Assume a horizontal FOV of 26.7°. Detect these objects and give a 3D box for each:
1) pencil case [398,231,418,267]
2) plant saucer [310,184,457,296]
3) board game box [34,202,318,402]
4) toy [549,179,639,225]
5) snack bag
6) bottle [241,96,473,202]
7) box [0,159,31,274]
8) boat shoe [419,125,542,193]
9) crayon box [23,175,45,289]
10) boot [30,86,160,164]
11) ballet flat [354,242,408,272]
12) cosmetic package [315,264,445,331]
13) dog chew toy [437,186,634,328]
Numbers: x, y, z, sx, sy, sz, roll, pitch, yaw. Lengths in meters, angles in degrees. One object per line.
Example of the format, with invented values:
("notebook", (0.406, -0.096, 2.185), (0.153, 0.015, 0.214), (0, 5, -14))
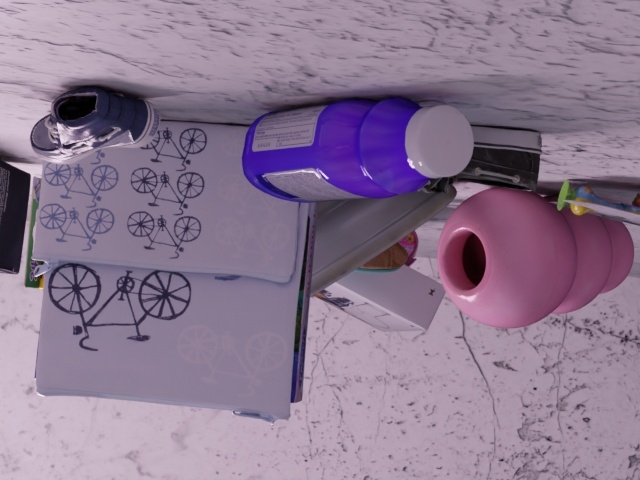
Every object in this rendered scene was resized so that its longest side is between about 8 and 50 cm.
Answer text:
("pencil case", (0.095, 0.011, 2.654), (0.124, 0.124, 0.284), (6, 177, -18))
("plant saucer", (0.000, 0.000, 1.911), (0.400, 0.100, 0.400), (-32, -178, 1))
("board game box", (-0.168, 0.023, 1.618), (0.319, 0.318, 0.066), (4, 176, 7))
("toy", (0.439, -0.046, 1.823), (0.237, 0.056, 0.137), (10, 180, -3))
("snack bag", (-0.179, 0.030, 1.563), (0.323, 0.342, 0.037), (5, 178, 7))
("bottle", (0.035, -0.089, 1.337), (0.118, 0.092, 0.283), (14, 171, -32))
("box", (-0.632, -0.054, 2.070), (0.296, 0.182, 0.294), (6, 175, 3))
("boat shoe", (0.125, -0.086, 1.446), (0.219, 0.070, 0.078), (4, 176, 15))
("crayon box", (-0.433, 0.000, 2.514), (0.083, 0.203, 0.323), (3, 176, 16))
("boot", (-0.264, -0.128, 1.428), (0.190, 0.069, 0.086), (-8, 162, 38))
("ballet flat", (-0.021, -0.028, 2.205), (0.342, 0.124, 0.116), (8, -153, 2))
("cosmetic package", (0.009, 0.043, 2.433), (0.377, 0.097, 0.284), (28, 168, -9))
("dog chew toy", (0.334, 0.021, 2.001), (0.332, 0.206, 0.207), (-3, -178, -38))
